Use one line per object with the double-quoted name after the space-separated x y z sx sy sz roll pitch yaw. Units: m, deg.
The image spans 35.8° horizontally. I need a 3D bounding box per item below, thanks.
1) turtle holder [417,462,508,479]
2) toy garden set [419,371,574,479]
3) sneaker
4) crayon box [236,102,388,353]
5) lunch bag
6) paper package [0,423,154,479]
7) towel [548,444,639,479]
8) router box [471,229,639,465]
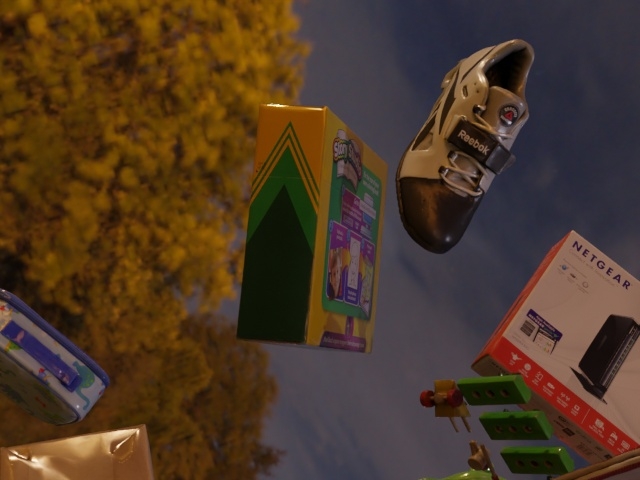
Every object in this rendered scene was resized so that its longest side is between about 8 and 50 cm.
0.341 0.625 2.166 0.227 0.243 0.320 -97 163 -61 "turtle holder"
0.280 0.295 1.499 0.204 0.049 0.244 -13 -65 49 "toy garden set"
0.204 -0.141 1.342 0.146 0.122 0.330 -29 -143 60 "sneaker"
0.000 0.000 1.437 0.363 0.106 0.313 27 66 -72 "crayon box"
-0.410 0.167 1.394 0.219 0.090 0.176 42 -30 -13 "lunch bag"
-0.255 0.426 1.126 0.309 0.168 0.324 -112 -161 -48 "paper package"
0.434 0.376 1.301 0.237 0.329 0.037 -34 -148 37 "towel"
0.470 0.198 1.675 0.335 0.301 0.082 38 -27 3 "router box"
